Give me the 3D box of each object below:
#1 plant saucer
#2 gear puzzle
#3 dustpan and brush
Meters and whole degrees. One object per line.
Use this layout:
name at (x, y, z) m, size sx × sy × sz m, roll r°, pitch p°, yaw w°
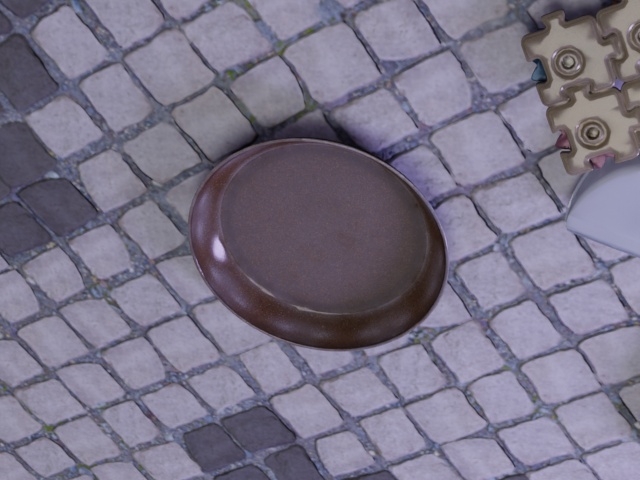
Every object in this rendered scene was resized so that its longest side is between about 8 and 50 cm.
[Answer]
plant saucer at (0.000, 0.000, 1.615) m, size 0.310 × 0.050 × 0.311 m, roll 8°, pitch 128°, yaw 10°
gear puzzle at (0.379, -0.191, 1.369) m, size 0.338 × 0.044 × 0.176 m, roll -17°, pitch 108°, yaw 21°
dustpan and brush at (0.360, -0.077, 1.462) m, size 0.147 × 0.060 × 0.211 m, roll 21°, pitch 136°, yaw 5°
